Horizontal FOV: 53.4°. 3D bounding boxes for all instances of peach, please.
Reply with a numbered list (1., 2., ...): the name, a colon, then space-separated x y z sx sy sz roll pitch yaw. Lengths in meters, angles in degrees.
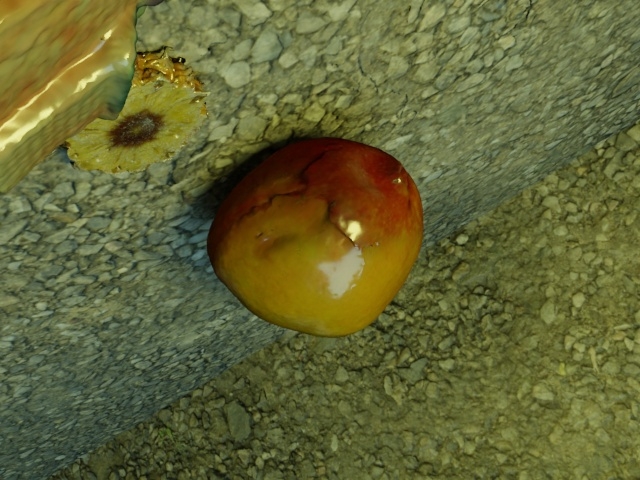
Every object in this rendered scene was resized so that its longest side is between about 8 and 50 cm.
1. peach: 0.001 -0.002 1.008 0.373 0.289 0.372 7 154 3

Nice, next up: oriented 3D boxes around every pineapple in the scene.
1. pineapple: -0.232 -0.143 0.774 0.221 0.047 0.221 -23 158 -10

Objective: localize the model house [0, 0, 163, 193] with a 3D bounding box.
1. model house: -0.211 -0.218 0.450 0.280 0.245 0.312 -49 -168 -19
